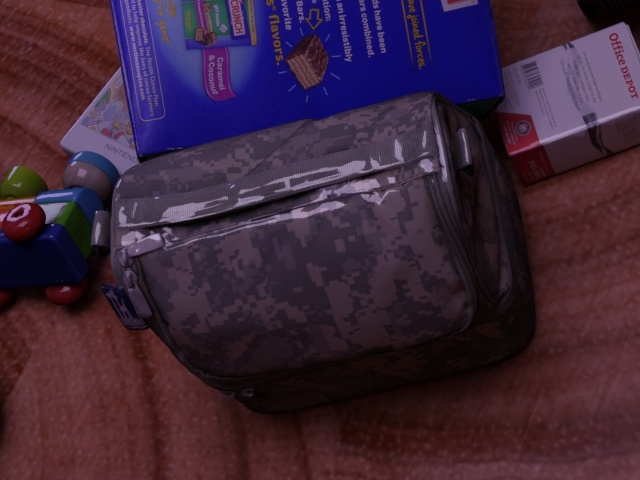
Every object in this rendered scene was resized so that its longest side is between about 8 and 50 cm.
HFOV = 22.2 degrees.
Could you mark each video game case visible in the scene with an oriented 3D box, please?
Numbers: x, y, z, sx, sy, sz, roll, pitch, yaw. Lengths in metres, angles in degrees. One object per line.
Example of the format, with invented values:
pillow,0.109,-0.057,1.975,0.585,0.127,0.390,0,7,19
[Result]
video game case,-0.121,-0.142,1.620,0.206,0.026,0.227,26,72,33

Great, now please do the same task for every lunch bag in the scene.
lunch bag,0.000,0.000,1.318,0.305,0.256,0.213,-13,64,15

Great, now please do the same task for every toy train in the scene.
toy train,-0.318,-0.016,1.588,0.248,0.105,0.143,-4,41,29

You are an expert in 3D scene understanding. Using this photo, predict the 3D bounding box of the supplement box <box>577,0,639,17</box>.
supplement box,0.314,-0.266,1.451,0.188,0.104,0.081,-13,86,15

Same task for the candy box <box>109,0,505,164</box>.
candy box,-0.022,-0.217,1.408,0.317,0.122,0.268,-9,87,-3

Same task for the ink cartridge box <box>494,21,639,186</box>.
ink cartridge box,0.225,-0.120,1.439,0.135,0.056,0.099,-20,54,11
